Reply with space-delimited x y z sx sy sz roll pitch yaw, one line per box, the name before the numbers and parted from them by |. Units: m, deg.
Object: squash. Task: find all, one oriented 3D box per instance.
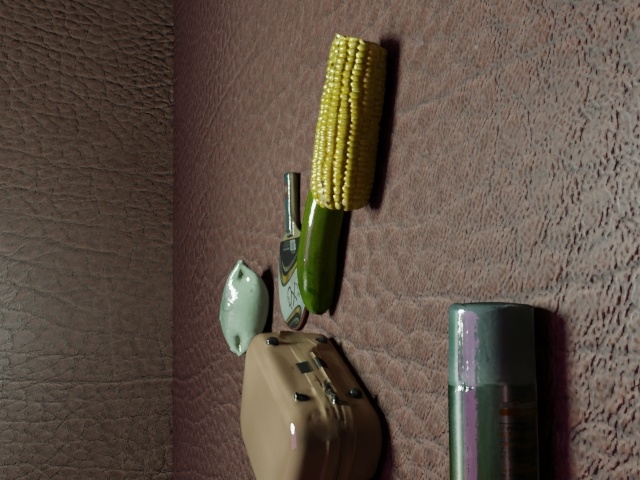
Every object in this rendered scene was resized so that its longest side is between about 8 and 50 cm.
squash | 0.000 0.000 1.142 0.069 0.069 0.258 -138 52 -65

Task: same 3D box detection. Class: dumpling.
dumpling | -0.172 0.140 1.560 0.149 0.104 0.217 -154 63 -62

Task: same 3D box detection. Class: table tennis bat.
table tennis bat | -0.051 0.020 1.362 0.173 0.022 0.302 168 101 -70

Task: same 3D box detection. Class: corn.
corn | 0.040 -0.162 1.006 0.093 0.093 0.244 -142 55 -66

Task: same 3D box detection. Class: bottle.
bottle | 0.159 0.200 0.654 0.082 0.082 0.286 167 104 -70

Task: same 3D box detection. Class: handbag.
handbag | -0.031 0.310 1.095 0.302 0.149 0.283 -134 51 -61
